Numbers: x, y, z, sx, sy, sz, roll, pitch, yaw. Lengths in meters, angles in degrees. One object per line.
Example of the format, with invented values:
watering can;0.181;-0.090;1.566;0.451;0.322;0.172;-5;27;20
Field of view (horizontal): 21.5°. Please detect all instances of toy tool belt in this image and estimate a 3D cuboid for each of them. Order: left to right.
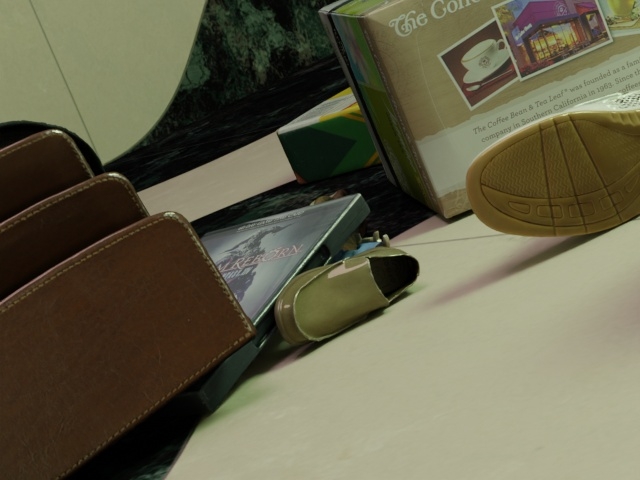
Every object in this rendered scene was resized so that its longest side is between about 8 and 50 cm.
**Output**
toy tool belt;0.040;0.016;1.454;0.083;0.051;0.052;-14;14;36

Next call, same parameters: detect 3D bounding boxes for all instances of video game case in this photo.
video game case;-0.095;0.061;1.429;0.196;0.026;0.274;-13;27;41

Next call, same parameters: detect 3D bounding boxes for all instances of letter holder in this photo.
letter holder;-0.242;0.065;1.245;0.302;0.214;0.152;-36;16;-23

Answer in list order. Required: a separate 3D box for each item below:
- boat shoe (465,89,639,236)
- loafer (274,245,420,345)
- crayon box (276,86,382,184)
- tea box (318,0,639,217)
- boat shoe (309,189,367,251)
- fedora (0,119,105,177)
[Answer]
boat shoe;0.237;-0.069;1.374;0.277;0.098;0.096;-16;8;-15
loafer;0.023;0.039;1.367;0.148;0.056;0.050;-31;8;-38
crayon box;0.128;-0.169;2.096;0.318;0.081;0.202;-14;14;41
tea box;0.204;-0.200;1.723;0.329;0.220;0.323;-23;10;-3
boat shoe;0.000;0.000;1.615;0.072;0.068;0.190;-33;-1;10
fedora;-0.263;0.054;1.517;0.152;0.334;0.334;27;39;28
